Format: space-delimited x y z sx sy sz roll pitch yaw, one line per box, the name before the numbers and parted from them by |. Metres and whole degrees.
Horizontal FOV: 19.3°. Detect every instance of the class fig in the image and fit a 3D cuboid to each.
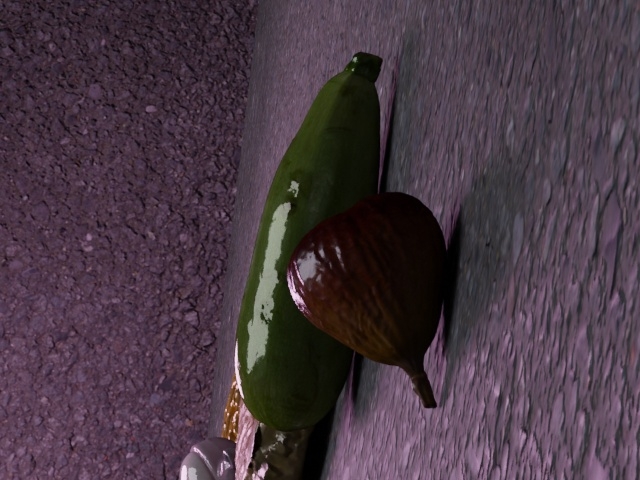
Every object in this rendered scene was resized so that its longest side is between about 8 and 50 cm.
fig | 0.034 0.041 1.352 0.119 0.119 0.153 106 169 -52

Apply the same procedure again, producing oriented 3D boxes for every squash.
squash | -0.006 0.000 1.785 0.118 0.118 0.371 -143 65 -83

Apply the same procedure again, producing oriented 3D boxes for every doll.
doll | -0.123 0.386 2.405 0.160 0.094 0.365 55 151 39

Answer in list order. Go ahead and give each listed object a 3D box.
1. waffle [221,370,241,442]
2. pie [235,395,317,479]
waffle | -0.101 0.268 2.583 0.329 0.062 0.329 -173 90 -83
pie | -0.038 0.140 2.054 0.339 0.083 0.339 -173 90 -86
